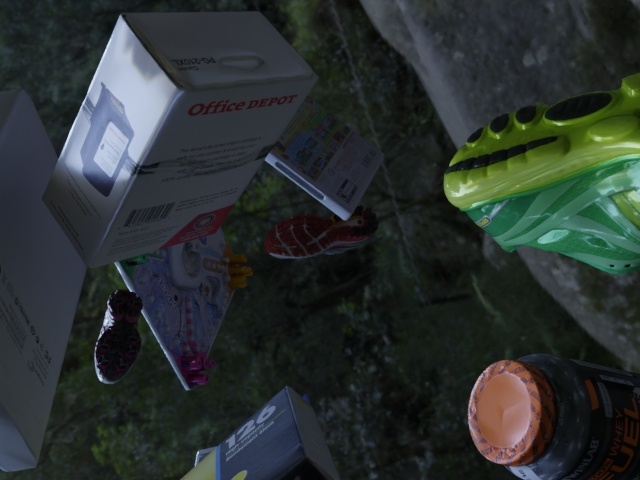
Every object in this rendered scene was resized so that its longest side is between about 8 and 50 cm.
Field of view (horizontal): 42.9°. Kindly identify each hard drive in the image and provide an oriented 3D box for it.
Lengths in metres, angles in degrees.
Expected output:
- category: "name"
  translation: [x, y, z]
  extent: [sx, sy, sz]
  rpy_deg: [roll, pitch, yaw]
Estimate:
- category: "hard drive"
  translation: [-0.322, 0.026, 0.854]
  extent: [0.353, 0.047, 0.233]
  rpy_deg: [-96, -5, -52]

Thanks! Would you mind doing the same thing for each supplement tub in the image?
- category: "supplement tub"
  translation: [0.238, 0.170, 0.757]
  extent: [0.190, 0.117, 0.117]
  rpy_deg: [14, -140, -29]

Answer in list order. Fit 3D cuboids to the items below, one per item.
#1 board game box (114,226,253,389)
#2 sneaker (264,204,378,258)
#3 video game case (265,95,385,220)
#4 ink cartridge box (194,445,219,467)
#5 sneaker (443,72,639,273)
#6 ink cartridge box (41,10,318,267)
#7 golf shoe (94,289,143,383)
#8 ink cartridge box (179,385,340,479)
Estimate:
- category: "board game box"
  translation: [-0.268, 0.038, 1.680]
  extent: [0.390, 0.050, 0.390]
  rpy_deg: [-73, -31, -52]
- category: "sneaker"
  translation: [0.000, 0.000, 1.572]
  extent: [0.092, 0.225, 0.088]
  rpy_deg: [119, 138, -60]
- category: "video game case"
  translation: [0.001, -0.156, 1.431]
  extent: [0.206, 0.026, 0.227]
  rpy_deg: [37, -143, -5]
- category: "ink cartridge box"
  translation: [-0.089, 0.369, 1.303]
  extent: [0.179, 0.145, 0.045]
  rpy_deg: [40, -138, -39]
- category: "sneaker"
  translation: [0.232, -0.046, 0.571]
  extent: [0.123, 0.295, 0.109]
  rpy_deg: [50, -125, -31]
- category: "ink cartridge box"
  translation: [-0.138, -0.098, 0.779]
  extent: [0.172, 0.237, 0.100]
  rpy_deg: [-19, -116, -48]
- category: "golf shoe"
  translation: [-0.322, 0.166, 1.298]
  extent: [0.067, 0.086, 0.186]
  rpy_deg: [15, -146, -13]
- category: "ink cartridge box"
  translation: [-0.126, 0.299, 0.914]
  extent: [0.072, 0.303, 0.307]
  rpy_deg: [48, 179, -12]
